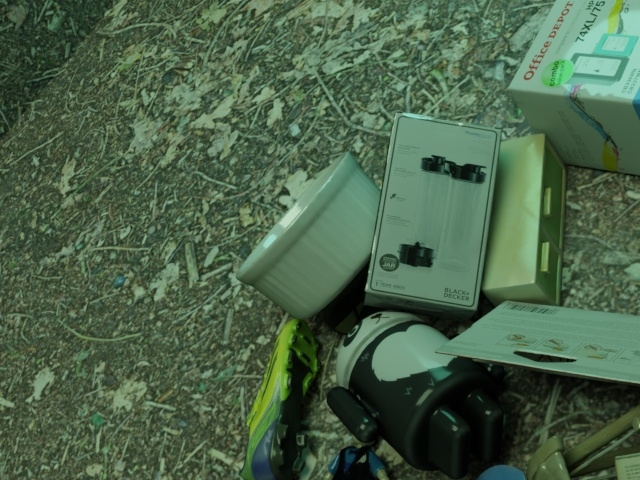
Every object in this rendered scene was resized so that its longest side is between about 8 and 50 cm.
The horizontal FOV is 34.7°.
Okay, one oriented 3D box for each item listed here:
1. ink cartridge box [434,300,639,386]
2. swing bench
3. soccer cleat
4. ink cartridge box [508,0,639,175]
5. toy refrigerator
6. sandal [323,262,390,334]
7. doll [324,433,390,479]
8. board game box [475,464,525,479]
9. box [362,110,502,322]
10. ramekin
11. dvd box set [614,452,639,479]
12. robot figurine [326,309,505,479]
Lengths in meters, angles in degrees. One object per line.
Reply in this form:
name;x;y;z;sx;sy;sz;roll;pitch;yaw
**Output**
ink cartridge box;0.322;0.149;1.330;0.275;0.239;0.060;5;107;33
swing bench;0.379;0.342;1.193;0.254;0.165;0.253;-29;46;17
soccer cleat;-0.074;0.256;1.658;0.121;0.093;0.289;-18;49;35
ink cartridge box;0.465;-0.230;1.530;0.270;0.197;0.198;15;68;43
toy refrigerator;0.317;-0.023;1.559;0.094;0.102;0.269;-10;53;32
sandal;0.125;0.036;1.659;0.303;0.120;0.086;-35;30;12
doll;0.048;0.359;1.519;0.129;0.046;0.189;-15;44;41
board game box;0.248;0.383;1.345;0.133;0.033;0.169;-46;42;43
box;0.168;-0.036;1.540;0.169;0.087;0.290;9;73;2
ramekin;0.000;0.000;1.680;0.277;0.135;0.277;-47;6;6
dvd box set;0.457;0.390;0.947;0.307;0.062;0.420;-19;63;32
robot figurine;0.140;0.213;1.463;0.278;0.209;0.173;40;103;47
